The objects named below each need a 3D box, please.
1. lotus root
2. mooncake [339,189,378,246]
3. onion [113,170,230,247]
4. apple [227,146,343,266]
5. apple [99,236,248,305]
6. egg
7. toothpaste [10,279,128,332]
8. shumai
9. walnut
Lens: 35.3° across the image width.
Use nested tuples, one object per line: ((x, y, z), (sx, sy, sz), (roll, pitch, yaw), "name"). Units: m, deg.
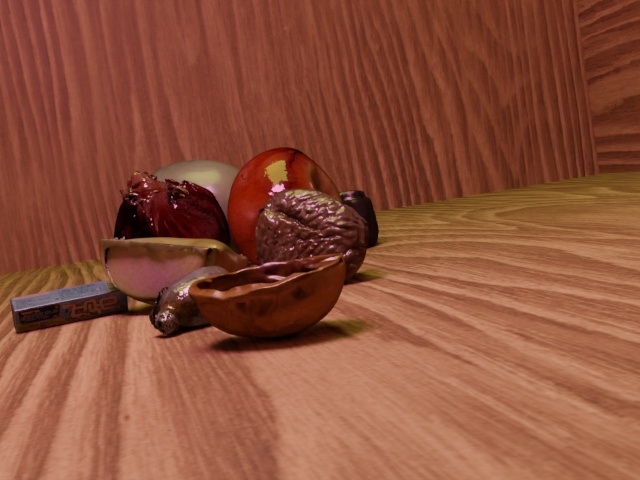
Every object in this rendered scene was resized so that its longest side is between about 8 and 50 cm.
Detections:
((-0.182, 0.086, 1.438), (0.088, 0.088, 0.165), (-5, 16, 43), "lotus root")
((-0.006, -0.038, 2.335), (0.283, 0.141, 0.283), (-9, 2, 0), "mooncake")
((-0.314, -0.010, 2.057), (0.281, 0.281, 0.221), (-3, 48, 53), "onion")
((-0.072, -0.058, 2.012), (0.206, 0.252, 0.272), (-23, 16, 19), "apple")
((-0.237, 0.056, 1.713), (0.265, 0.120, 0.193), (4, -5, 32), "apple")
((-0.295, -0.054, 2.307), (0.352, 0.258, 0.258), (-19, -1, 27), "egg")
((-0.431, 0.120, 1.734), (0.193, 0.070, 0.044), (-11, 34, -20), "toothpaste")
((0.000, 0.000, 1.734), (0.206, 0.166, 0.175), (19, 6, 22), "shumai")
((-0.056, 0.075, 1.231), (0.211, 0.087, 0.167), (-9, 10, 29), "walnut")
